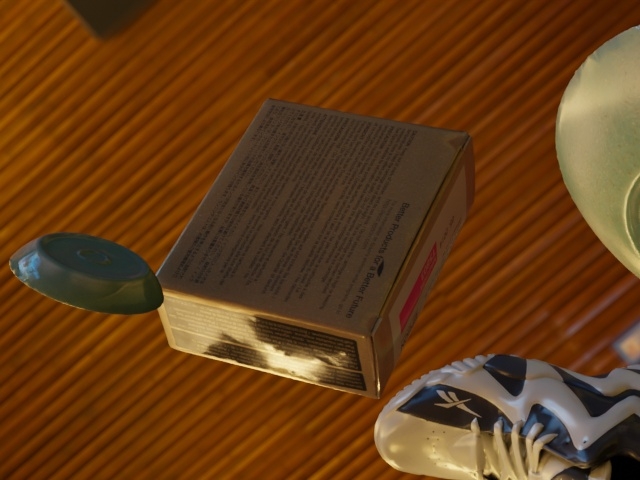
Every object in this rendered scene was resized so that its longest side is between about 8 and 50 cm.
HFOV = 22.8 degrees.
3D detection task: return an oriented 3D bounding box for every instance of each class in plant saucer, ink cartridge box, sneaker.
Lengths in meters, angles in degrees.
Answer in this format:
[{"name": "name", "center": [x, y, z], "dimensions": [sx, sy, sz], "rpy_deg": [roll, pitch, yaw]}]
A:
[{"name": "plant saucer", "center": [-0.173, 0.020, 1.193], "dimensions": [0.119, 0.021, 0.119], "rpy_deg": [17, -163, -5]}, {"name": "plant saucer", "center": [0.189, -0.013, 0.689], "dimensions": [0.195, 0.195, 0.037], "rpy_deg": [46, -128, -19]}, {"name": "ink cartridge box", "center": [0.000, 0.000, 1.303], "dimensions": [0.193, 0.235, 0.088], "rpy_deg": [13, 140, 20]}, {"name": "sneaker", "center": [0.149, 0.153, 1.076], "dimensions": [0.153, 0.235, 0.094], "rpy_deg": [-71, -17, -66]}]
